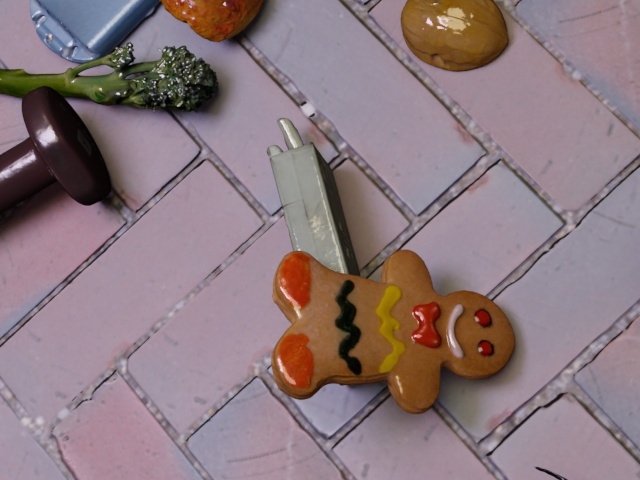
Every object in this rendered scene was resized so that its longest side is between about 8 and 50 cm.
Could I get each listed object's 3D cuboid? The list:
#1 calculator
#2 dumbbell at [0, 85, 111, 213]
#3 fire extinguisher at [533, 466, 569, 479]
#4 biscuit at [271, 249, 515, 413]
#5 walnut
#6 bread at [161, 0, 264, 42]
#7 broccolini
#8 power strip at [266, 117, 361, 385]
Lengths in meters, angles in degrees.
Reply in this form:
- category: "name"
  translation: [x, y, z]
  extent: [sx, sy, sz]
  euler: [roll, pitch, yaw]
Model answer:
- category: "calculator"
  translation: [-0.233, -0.292, 1.822]
  extent: [0.210, 0.039, 0.121]
  euler: [-46, 70, -1]
- category: "dumbbell"
  translation: [-0.346, -0.057, 1.732]
  extent: [0.225, 0.140, 0.124]
  euler: [-30, 30, 7]
- category: "fire extinguisher"
  translation: [0.218, 0.379, 1.449]
  extent: [0.135, 0.114, 0.337]
  euler: [11, 77, 13]
- category: "biscuit"
  translation: [0.074, 0.082, 1.549]
  extent: [0.250, 0.036, 0.165]
  euler: [7, 65, -19]
- category: "walnut"
  translation: [0.134, -0.227, 1.690]
  extent: [0.121, 0.052, 0.091]
  euler: [18, 82, 22]
- category: "bread"
  translation: [-0.110, -0.347, 1.760]
  extent: [0.139, 0.095, 0.268]
  euler: [16, 79, -23]
- category: "broccolini"
  translation: [-0.300, -0.189, 1.785]
  extent: [0.392, 0.079, 0.074]
  euler: [7, 94, 17]
- category: "power strip"
  translation: [0.000, 0.000, 1.639]
  extent: [0.053, 0.093, 0.288]
  euler: [-18, 71, 9]
